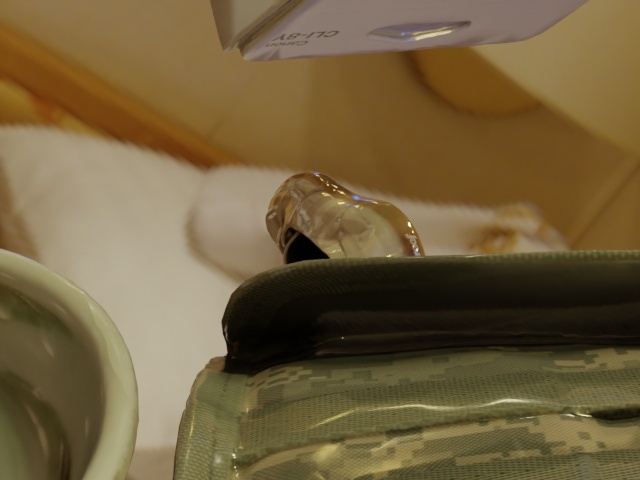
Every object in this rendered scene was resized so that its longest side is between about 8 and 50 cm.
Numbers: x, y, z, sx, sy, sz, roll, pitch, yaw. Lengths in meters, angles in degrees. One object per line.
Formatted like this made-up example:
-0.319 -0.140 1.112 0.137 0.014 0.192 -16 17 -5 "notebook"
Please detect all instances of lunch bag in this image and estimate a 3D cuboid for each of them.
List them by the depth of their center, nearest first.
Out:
0.085 0.090 0.445 0.235 0.169 0.287 1 16 0 "lunch bag"

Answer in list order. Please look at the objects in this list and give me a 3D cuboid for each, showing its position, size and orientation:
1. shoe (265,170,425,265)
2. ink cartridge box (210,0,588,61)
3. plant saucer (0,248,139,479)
0.000 0.000 1.341 0.076 0.058 0.219 63 -16 -14 "shoe"
0.042 -0.334 1.346 0.279 0.160 0.384 -8 79 -33 "ink cartridge box"
-0.292 0.150 1.113 0.400 0.400 0.100 -123 -161 -52 "plant saucer"
